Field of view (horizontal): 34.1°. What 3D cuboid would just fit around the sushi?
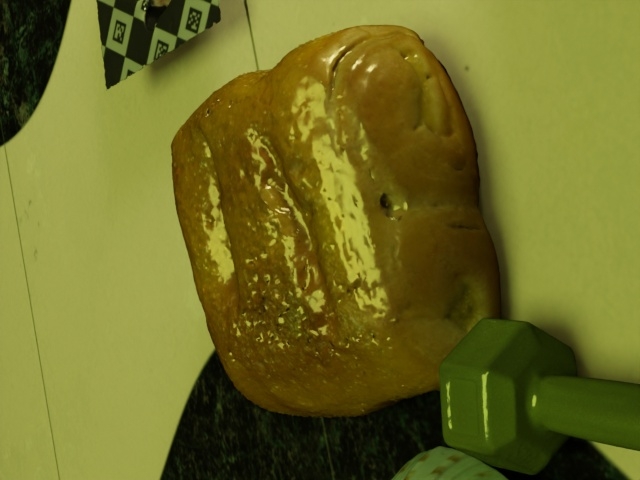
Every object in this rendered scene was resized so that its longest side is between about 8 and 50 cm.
[{"bbox_3d":[-0.176,-0.307,1.183,0.231,0.047,0.219,-17,77,46],"label":"sushi"}]

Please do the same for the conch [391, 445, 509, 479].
[{"bbox_3d":[0.109,0.271,0.838,0.172,0.131,0.200,36,131,9],"label":"conch"}]

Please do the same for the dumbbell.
[{"bbox_3d":[0.216,0.121,0.718,0.302,0.108,0.121,3,97,50],"label":"dumbbell"}]

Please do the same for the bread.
[{"bbox_3d":[-0.006,0.001,0.940,0.337,0.148,0.327,-16,83,51],"label":"bread"}]
